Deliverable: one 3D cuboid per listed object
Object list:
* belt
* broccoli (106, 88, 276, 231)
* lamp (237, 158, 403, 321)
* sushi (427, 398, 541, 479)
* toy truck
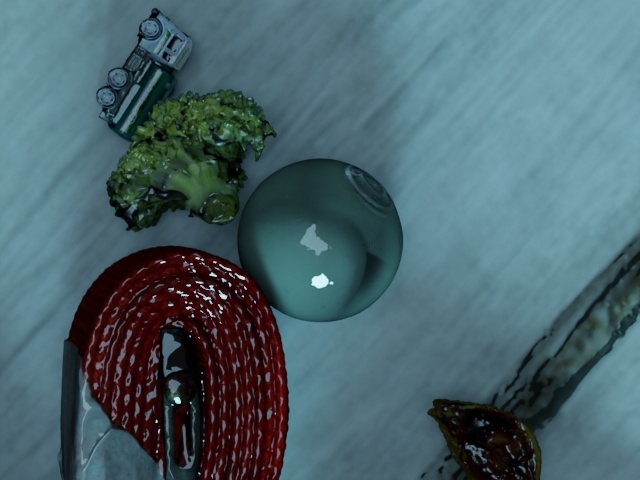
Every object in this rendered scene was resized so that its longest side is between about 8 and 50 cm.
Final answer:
[{"bbox_3d":[-0.094,0.103,0.829,0.128,0.124,0.201,3,92,-16],"label":"belt"},{"bbox_3d":[-0.083,-0.046,0.852,0.097,0.095,0.092,-5,43,-22],"label":"broccoli"},{"bbox_3d":[0.000,0.000,0.834,0.105,0.105,0.105,0,87,3],"label":"lamp"},{"bbox_3d":[0.109,0.132,0.852,0.099,0.047,0.050,39,87,3],"label":"sushi"},{"bbox_3d":[-0.115,-0.107,0.880,0.044,0.039,0.083,33,91,-13],"label":"toy truck"}]
